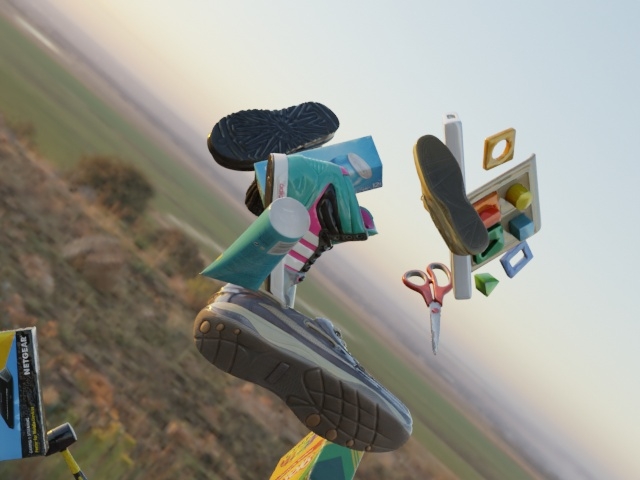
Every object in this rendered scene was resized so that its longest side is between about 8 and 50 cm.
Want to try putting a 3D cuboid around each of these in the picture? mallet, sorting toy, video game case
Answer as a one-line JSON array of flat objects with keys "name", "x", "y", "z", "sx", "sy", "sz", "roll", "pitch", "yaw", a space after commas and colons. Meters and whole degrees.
[{"name": "mallet", "x": -0.430, "y": 0.393, "z": 1.822, "sx": 0.039, "sy": 0.062, "sz": 0.190, "roll": -129, "pitch": -156, "yaw": -52}, {"name": "sorting toy", "x": 0.319, "y": -0.036, "z": 1.859, "sx": 0.047, "sy": 0.196, "sz": 0.348, "roll": 41, "pitch": -23, "yaw": 42}, {"name": "video game case", "x": 0.160, "y": -0.047, "z": 1.263, "sx": 0.183, "sy": 0.023, "sz": 0.201, "roll": -59, "pitch": 145, "yaw": -78}]

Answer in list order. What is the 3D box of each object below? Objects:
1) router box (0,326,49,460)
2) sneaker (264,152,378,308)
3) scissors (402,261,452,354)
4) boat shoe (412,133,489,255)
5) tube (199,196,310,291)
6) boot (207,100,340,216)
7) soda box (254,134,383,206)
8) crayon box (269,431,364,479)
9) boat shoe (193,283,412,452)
[{"name": "router box", "x": -0.457, "y": 0.217, "z": 1.487, "sx": 0.046, "sy": 0.133, "sz": 0.179, "roll": -177, "pitch": -99, "yaw": -84}, {"name": "sneaker", "x": 0.000, "y": 0.000, "z": 1.685, "sx": 0.178, "sy": 0.295, "sz": 0.124, "roll": 0, "pitch": 31, "yaw": -8}, {"name": "scissors", "x": 0.250, "y": 0.137, "z": 2.241, "sx": 0.297, "sy": 0.109, "sz": 0.021, "roll": -107, "pitch": -169, "yaw": -56}, {"name": "boat shoe", "x": 0.127, "y": -0.044, "z": 1.114, "sx": 0.045, "sy": 0.050, "sz": 0.135, "roll": -27, "pitch": -95, "yaw": 61}, {"name": "tube", "x": -0.078, "y": 0.015, "z": 1.308, "sx": 0.080, "sy": 0.052, "sz": 0.207, "roll": 23, "pitch": -33, "yaw": -16}, {"name": "boot", "x": -0.128, "y": -0.156, "z": 2.307, "sx": 0.348, "sy": 0.260, "sz": 0.131, "roll": -14, "pitch": 60, "yaw": -40}, {"name": "soda box", "x": -0.002, "y": -0.111, "z": 1.818, "sx": 0.067, "sy": 0.210, "sz": 0.071, "roll": 84, "pitch": -11, "yaw": -57}, {"name": "crayon box", "x": -0.016, "y": 0.428, "z": 1.954, "sx": 0.081, "sy": 0.202, "sz": 0.318, "roll": 43, "pitch": 25, "yaw": -3}, {"name": "boat shoe", "x": -0.008, "y": 0.169, "z": 1.523, "sx": 0.355, "sy": 0.132, "sz": 0.130, "roll": 36, "pitch": 42, "yaw": -13}]
